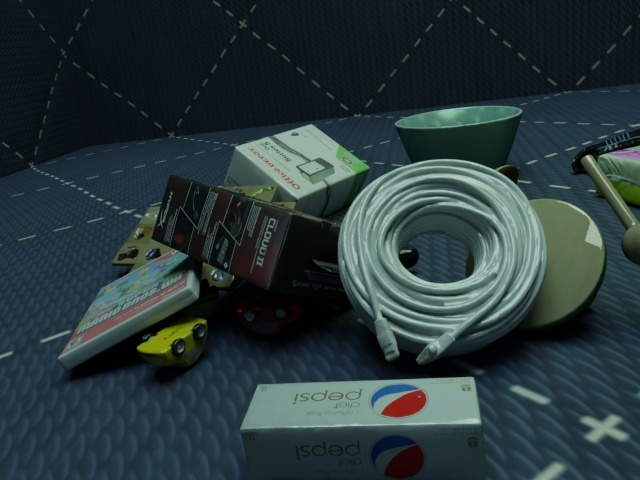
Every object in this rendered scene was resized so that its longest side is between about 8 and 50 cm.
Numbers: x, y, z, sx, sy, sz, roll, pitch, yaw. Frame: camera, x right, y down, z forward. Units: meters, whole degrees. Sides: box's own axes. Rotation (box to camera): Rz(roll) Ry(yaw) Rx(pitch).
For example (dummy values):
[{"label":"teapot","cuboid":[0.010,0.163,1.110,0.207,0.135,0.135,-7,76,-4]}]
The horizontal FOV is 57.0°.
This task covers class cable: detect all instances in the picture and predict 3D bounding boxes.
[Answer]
[{"label":"cable","cuboid":[0.151,0.019,0.748,0.257,0.089,0.257,-24,60,-6]}]

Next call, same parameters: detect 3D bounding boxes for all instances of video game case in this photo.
[{"label":"video game case","cuboid":[-0.278,0.083,0.919,0.204,0.025,0.285,-29,17,-1]}]

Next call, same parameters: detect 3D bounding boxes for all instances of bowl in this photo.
[{"label":"bowl","cuboid":[0.352,-0.238,1.507,0.312,0.163,0.311,-7,19,2]}]

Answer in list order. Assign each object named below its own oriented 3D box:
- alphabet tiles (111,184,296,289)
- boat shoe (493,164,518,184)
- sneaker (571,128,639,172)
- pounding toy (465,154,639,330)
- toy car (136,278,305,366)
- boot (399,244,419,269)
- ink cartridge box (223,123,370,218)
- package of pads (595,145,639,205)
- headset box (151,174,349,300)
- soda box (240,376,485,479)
[{"label":"alphabet tiles","cuboid":[-0.228,-0.013,1.153,0.343,0.011,0.285,-1,44,20]},{"label":"boat shoe","cuboid":[0.347,-0.114,1.275,0.224,0.080,0.073,-29,32,-36]},{"label":"sneaker","cuboid":[0.688,-0.200,1.344,0.090,0.081,0.232,-29,6,-30]},{"label":"pounding toy","cuboid":[0.323,0.031,0.792,0.237,0.110,0.183,-39,46,18]},{"label":"toy car","cuboid":[-0.163,0.110,0.871,0.239,0.053,0.225,-16,20,-25]},{"label":"boot","cuboid":[0.095,0.047,0.961,0.121,0.045,0.099,-9,15,21]},{"label":"ink cartridge box","cuboid":[-0.051,-0.146,1.352,0.198,0.114,0.273,40,40,19]},{"label":"package of pads","cuboid":[0.715,-0.123,1.115,0.229,0.101,0.296,-13,20,-13]},{"label":"headset box","cuboid":[-0.071,0.001,0.885,0.293,0.110,0.218,19,3,38]},{"label":"soda box","cuboid":[0.041,0.180,0.556,0.216,0.069,0.074,-5,19,11]}]
